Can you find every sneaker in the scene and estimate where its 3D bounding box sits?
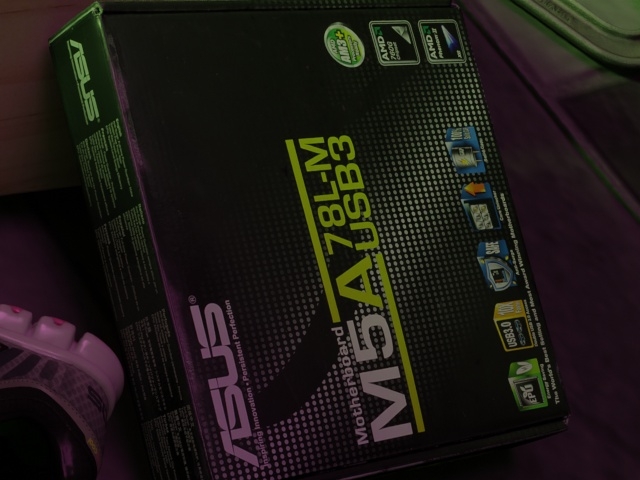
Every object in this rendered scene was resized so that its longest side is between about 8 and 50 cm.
[{"bbox_3d":[-0.144,0.053,0.628,0.170,0.063,0.075,18,38,-25],"label":"sneaker"}]

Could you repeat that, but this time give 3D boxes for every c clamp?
[{"bbox_3d":[0.136,-0.161,1.032,0.160,0.022,0.137,41,42,8],"label":"c clamp"}]

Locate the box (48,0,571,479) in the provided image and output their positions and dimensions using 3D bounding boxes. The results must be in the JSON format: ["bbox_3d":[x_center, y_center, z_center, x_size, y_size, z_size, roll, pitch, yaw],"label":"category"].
[{"bbox_3d":[0.000,0.000,0.730,0.184,0.045,0.191,-5,77,-41],"label":"box"}]

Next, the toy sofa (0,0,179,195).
[{"bbox_3d":[-0.183,-0.110,0.717,0.362,0.177,0.150,-12,34,-39],"label":"toy sofa"}]
